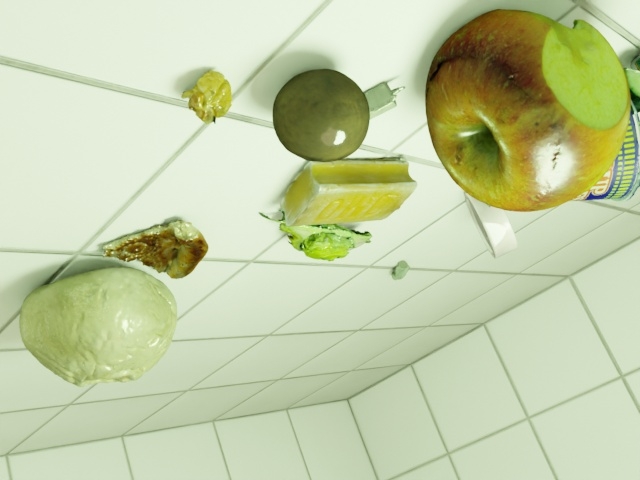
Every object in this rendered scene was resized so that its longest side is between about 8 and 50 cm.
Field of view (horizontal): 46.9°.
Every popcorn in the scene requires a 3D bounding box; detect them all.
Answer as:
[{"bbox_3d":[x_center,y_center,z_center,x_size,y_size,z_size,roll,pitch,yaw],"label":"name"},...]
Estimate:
[{"bbox_3d":[-0.175,-0.221,1.183,0.084,0.084,0.084,-18,158,-8],"label":"popcorn"}]

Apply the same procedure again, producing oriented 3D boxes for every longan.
[{"bbox_3d":[0.001,-0.210,1.266,0.168,0.167,0.187,-18,159,-8],"label":"longan"}]

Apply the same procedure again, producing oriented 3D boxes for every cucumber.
[{"bbox_3d":[0.694,-0.317,1.677,0.115,0.063,0.244,22,177,4],"label":"cucumber"}]

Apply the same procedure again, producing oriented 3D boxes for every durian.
[{"bbox_3d":[0.000,-0.007,1.805,0.375,0.132,0.106,10,100,-47],"label":"durian"}]

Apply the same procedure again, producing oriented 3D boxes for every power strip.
[{"bbox_3d":[0.074,-0.246,1.396,0.191,0.047,0.030,-26,162,12],"label":"power strip"}]

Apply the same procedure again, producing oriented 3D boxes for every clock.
[{"bbox_3d":[0.463,-0.053,2.006,0.068,0.196,0.197,-25,158,6],"label":"clock"}]

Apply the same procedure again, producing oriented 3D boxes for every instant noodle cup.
[{"bbox_3d":[0.511,-0.197,1.659,0.313,0.284,0.284,-10,157,-4],"label":"instant noodle cup"}]

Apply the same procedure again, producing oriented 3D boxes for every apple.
[{"bbox_3d":[0.391,-0.251,1.365,0.374,0.374,0.383,-20,119,-4],"label":"apple"}]

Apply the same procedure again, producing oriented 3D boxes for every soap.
[{"bbox_3d":[0.062,-0.108,1.658,0.274,0.089,0.173,-5,154,-34],"label":"soap"}]

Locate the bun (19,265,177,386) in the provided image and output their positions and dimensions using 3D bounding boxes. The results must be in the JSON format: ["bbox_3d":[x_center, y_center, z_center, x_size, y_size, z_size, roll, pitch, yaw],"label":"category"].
[{"bbox_3d":[-0.488,0.207,1.662,0.349,0.227,0.352,3,154,-39],"label":"bun"}]

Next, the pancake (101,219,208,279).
[{"bbox_3d":[-0.365,0.034,1.634,0.245,0.057,0.266,-6,155,-32],"label":"pancake"}]

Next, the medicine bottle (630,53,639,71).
[{"bbox_3d":[0.752,-0.403,1.609,0.080,0.080,0.130,-5,153,-35],"label":"medicine bottle"}]

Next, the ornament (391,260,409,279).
[{"bbox_3d":[0.258,0.100,2.389,0.068,0.041,0.092,-30,161,-53],"label":"ornament"}]

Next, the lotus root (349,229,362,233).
[{"bbox_3d":[0.068,0.000,1.963,0.099,0.049,0.054,-31,136,15],"label":"lotus root"}]
